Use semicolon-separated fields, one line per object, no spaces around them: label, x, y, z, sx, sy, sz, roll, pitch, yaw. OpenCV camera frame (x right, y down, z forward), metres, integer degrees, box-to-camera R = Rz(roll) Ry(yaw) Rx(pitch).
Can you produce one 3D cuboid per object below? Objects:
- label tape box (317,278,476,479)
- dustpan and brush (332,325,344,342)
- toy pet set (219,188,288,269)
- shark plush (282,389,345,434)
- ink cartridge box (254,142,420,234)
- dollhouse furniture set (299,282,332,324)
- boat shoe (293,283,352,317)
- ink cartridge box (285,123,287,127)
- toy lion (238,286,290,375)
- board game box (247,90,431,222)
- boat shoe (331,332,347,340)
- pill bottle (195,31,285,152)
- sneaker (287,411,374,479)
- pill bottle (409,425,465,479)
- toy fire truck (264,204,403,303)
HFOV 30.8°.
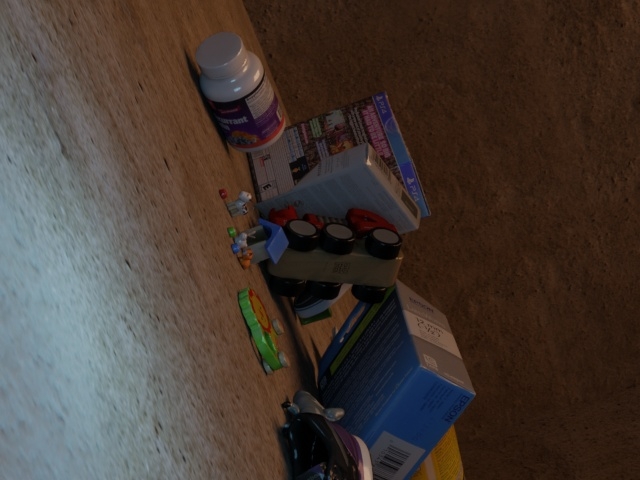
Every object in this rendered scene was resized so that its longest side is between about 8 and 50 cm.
label tape box;0.109;0.224;1.896;0.115;0.249;0.348;28;21;-16
dustpan and brush;0.042;0.282;2.214;0.147;0.060;0.211;-88;156;-44
toy pet set;-0.090;-0.011;1.687;0.114;0.065;0.122;65;7;-51
shark plush;-0.032;0.244;1.562;0.067;0.073;0.161;52;24;6
ink cartridge box;0.032;-0.062;2.054;0.189;0.232;0.066;48;40;-37
dollhouse furniture set;-0.014;0.109;2.176;0.152;0.058;0.076;-92;162;-77
boat shoe;0.030;0.045;2.047;0.076;0.228;0.080;45;18;-24
ink cartridge box;-0.074;-0.173;2.677;0.261;0.066;0.296;-102;172;-55
toy lion;-0.078;0.113;1.529;0.096;0.034;0.100;58;12;-40
board game box;0.029;-0.117;2.182;0.232;0.291;0.141;-104;173;-48
boat shoe;0.063;0.269;2.582;0.049;0.042;0.133;-97;169;-81
pill bottle;-0.134;-0.244;1.901;0.193;0.108;0.108;65;7;-49
sneaker;0.014;0.334;1.397;0.124;0.107;0.283;46;16;-43
pill bottle;0.155;0.359;2.152;0.188;0.188;0.334;-104;179;-52
toy fire truck;0.000;0.000;1.947;0.246;0.217;0.158;-111;-149;-54
